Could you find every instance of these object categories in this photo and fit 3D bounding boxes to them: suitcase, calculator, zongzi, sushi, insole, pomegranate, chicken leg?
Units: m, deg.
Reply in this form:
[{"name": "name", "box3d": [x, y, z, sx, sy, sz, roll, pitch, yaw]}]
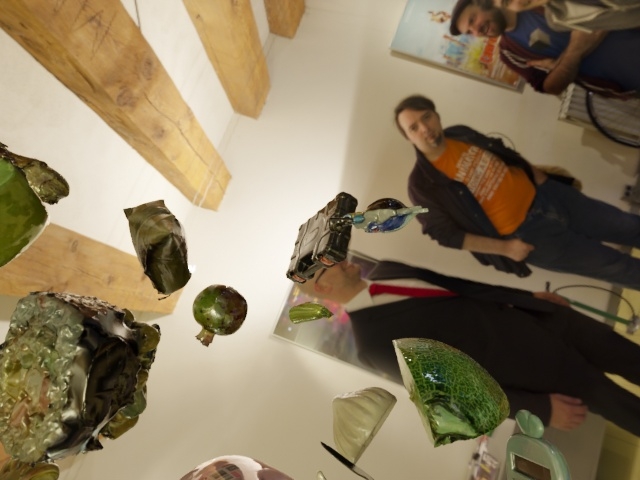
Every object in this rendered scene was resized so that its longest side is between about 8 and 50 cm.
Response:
[{"name": "suitcase", "box3d": [0.000, 0.000, 1.178, 0.285, 0.066, 0.206, -36, 34, 56]}, {"name": "calculator", "box3d": [0.451, 0.512, 0.847, 0.185, 0.041, 0.299, 117, 156, -73]}, {"name": "zongzi", "box3d": [-0.281, 0.041, 0.772, 0.094, 0.204, 0.205, -24, -60, -31]}, {"name": "sushi", "box3d": [-0.490, 0.281, 0.890, 0.285, 0.328, 0.328, 23, -116, -56]}, {"name": "insole", "box3d": [0.052, 0.356, 0.641, 0.004, 0.064, 0.188, -49, -55, -15]}, {"name": "pomegranate", "box3d": [-0.223, 0.160, 0.907, 0.130, 0.130, 0.130, 20, -90, -83]}, {"name": "chicken leg", "box3d": [-0.720, -0.163, 0.982, 0.103, 0.227, 0.088, -56, 17, -2]}]

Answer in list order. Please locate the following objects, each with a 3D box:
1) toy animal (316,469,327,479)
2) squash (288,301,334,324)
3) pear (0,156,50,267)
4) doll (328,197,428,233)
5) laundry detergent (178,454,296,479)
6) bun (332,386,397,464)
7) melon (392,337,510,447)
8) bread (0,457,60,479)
[{"name": "toy animal", "box3d": [0.046, 0.614, 0.905, 0.140, 0.282, 0.138, -52, -26, 2]}, {"name": "squash", "box3d": [-0.027, 0.283, 1.623, 0.090, 0.200, 0.075, 63, -142, -17]}, {"name": "pear", "box3d": [-0.598, -0.020, 0.554, 0.318, 0.342, 0.238, -52, -16, -33]}, {"name": "doll", "box3d": [0.115, -0.047, 0.816, 0.096, 0.195, 0.070, -12, -88, -72]}, {"name": "laundry detergent", "box3d": [-0.042, 0.309, 0.411, 0.159, 0.335, 0.088, -6, -94, -39]}, {"name": "bun", "box3d": [0.116, 0.572, 1.336, 0.263, 0.175, 0.263, -44, -26, -27]}, {"name": "melon", "box3d": [0.321, 0.383, 1.031, 0.226, 0.331, 0.343, -53, -6, -6]}, {"name": "bread", "box3d": [-0.831, 0.688, 1.112, 0.105, 0.213, 0.213, 75, -147, -52]}]
